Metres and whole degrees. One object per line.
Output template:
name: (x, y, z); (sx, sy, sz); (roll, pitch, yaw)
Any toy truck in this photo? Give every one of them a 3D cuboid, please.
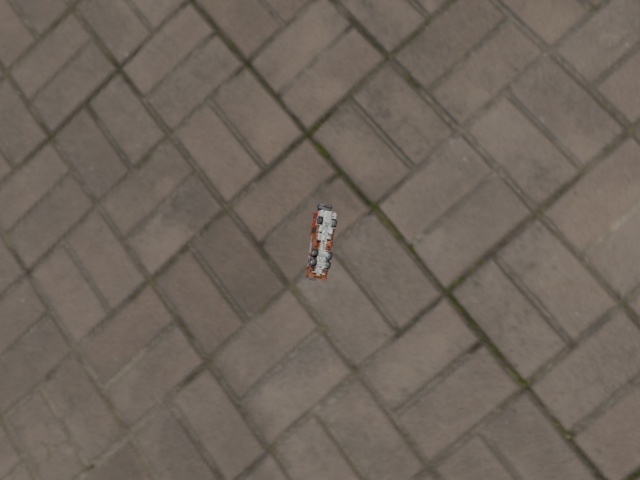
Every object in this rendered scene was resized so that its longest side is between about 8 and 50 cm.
toy truck: (0.000, 0.000, 0.990); (0.024, 0.032, 0.083); (11, 82, -21)
